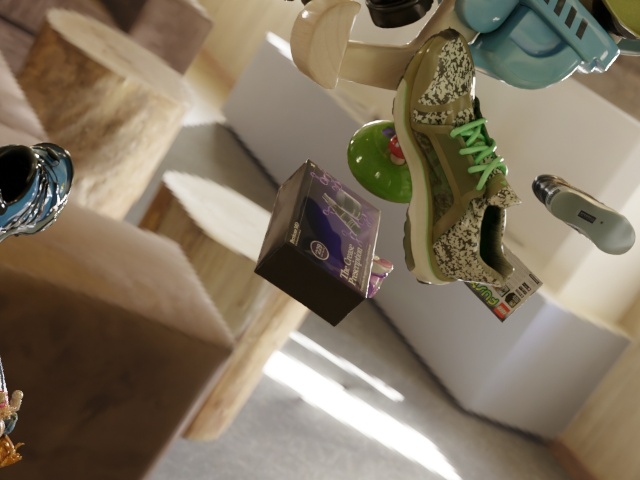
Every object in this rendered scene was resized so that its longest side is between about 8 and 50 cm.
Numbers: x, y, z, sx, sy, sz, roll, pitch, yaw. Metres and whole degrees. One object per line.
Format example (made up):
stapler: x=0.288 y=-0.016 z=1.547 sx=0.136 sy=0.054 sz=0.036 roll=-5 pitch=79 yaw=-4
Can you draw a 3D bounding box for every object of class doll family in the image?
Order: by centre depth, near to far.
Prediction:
doll family: x=-0.448 y=0.218 z=1.423 sx=0.118 sy=0.263 sz=0.163 roll=0 pitch=74 yaw=-52

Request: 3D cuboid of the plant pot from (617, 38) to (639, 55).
plant pot: x=0.632 y=-0.444 z=1.894 sx=0.195 sy=0.290 sz=0.290 roll=23 pitch=7 yaw=31

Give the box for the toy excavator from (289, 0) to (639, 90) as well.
toy excavator: x=0.233 y=-0.325 z=1.648 sx=0.433 sy=0.445 sz=0.222 roll=37 pitch=2 yaw=-30

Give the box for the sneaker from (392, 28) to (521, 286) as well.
sneaker: x=0.226 y=-0.108 z=1.615 sx=0.158 sy=0.410 sz=0.182 roll=-28 pitch=32 yaw=-37

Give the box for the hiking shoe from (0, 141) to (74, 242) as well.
hiking shoe: x=-0.396 y=-0.073 z=1.460 sx=0.113 sy=0.132 sz=0.304 roll=41 pitch=27 yaw=-5

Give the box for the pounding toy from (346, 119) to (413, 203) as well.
pounding toy: x=0.173 y=-0.168 z=1.970 sx=0.237 sy=0.110 sz=0.183 roll=-1 pitch=55 yaw=-19

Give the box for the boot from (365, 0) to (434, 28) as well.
boot: x=0.097 y=-0.510 z=1.625 sx=0.348 sy=0.131 sz=0.260 roll=-86 pitch=156 yaw=-46

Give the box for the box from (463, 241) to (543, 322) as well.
box: x=0.330 y=0.051 z=2.183 sx=0.207 sy=0.114 sz=0.036 roll=47 pitch=4 yaw=9

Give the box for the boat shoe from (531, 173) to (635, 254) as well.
boat shoe: x=0.413 y=-0.046 z=1.718 sx=0.183 sy=0.065 sz=0.083 roll=30 pitch=16 yaw=-26

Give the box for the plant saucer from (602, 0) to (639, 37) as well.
plant saucer: x=0.434 y=-0.373 z=1.437 sx=0.241 sy=0.241 sz=0.037 roll=26 pitch=-13 yaw=-25

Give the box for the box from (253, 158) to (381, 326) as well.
box: x=0.000 y=0.000 z=1.998 sx=0.184 sy=0.103 sz=0.261 roll=33 pitch=36 yaw=-15

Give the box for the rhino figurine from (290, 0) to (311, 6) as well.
rhino figurine: x=-0.012 y=-0.435 z=1.764 sx=0.106 sy=0.073 sz=0.243 roll=39 pitch=43 yaw=-41

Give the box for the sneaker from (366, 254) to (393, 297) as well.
sneaker: x=0.047 y=0.062 z=2.500 sx=0.236 sy=0.105 sz=0.095 roll=23 pitch=13 yaw=30
